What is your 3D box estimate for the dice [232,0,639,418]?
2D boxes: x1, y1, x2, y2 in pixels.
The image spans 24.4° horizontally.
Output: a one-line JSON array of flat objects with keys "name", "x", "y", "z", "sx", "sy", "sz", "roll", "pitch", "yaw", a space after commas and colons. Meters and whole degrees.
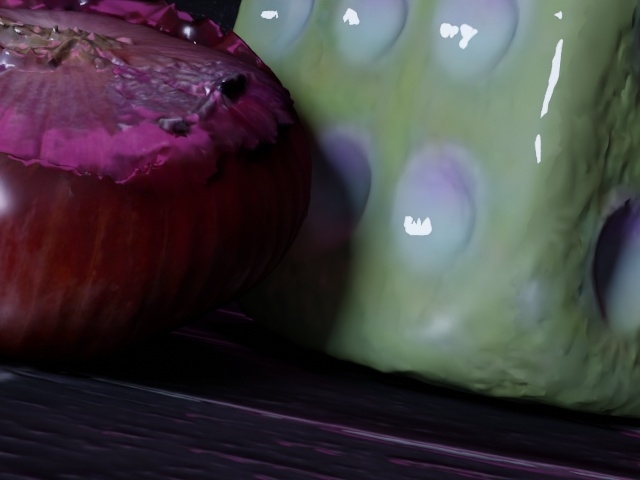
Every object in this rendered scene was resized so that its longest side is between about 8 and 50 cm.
[{"name": "dice", "x": 0.107, "y": -0.052, "z": 0.786, "sx": 0.250, "sy": 0.254, "sz": 0.252, "roll": 9, "pitch": 2, "yaw": -42}]

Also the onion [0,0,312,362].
[{"name": "onion", "x": -0.117, "y": -0.033, "z": 0.655, "sx": 0.248, "sy": 0.161, "sz": 0.248, "roll": -7, "pitch": 28, "yaw": 3}]
